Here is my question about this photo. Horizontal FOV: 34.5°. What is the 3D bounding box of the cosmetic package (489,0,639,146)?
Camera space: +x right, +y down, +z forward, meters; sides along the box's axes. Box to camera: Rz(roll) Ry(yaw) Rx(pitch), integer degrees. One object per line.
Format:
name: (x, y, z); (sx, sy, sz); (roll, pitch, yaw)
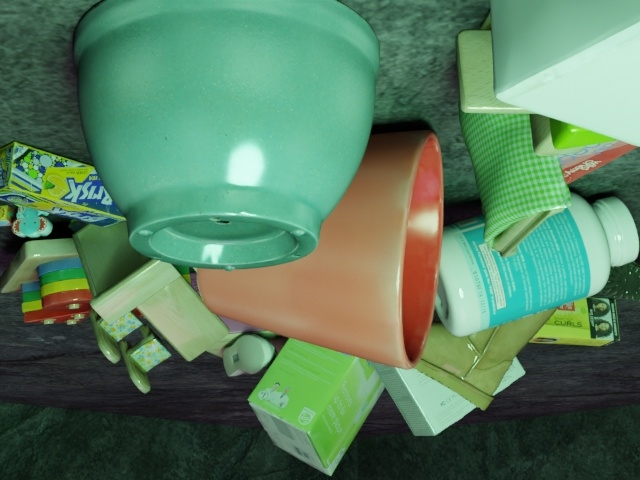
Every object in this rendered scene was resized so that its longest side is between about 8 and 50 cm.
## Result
cosmetic package: (0.323, -0.164, 0.670); (0.453, 0.230, 0.161); (12, 159, -33)

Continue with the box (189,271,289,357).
box: (-0.099, 0.131, 1.795); (0.214, 0.117, 0.243); (-7, 161, 18)

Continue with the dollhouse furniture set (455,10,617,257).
dollhouse furniture set: (0.124, -0.118, 0.860); (0.151, 0.197, 0.301); (1, 162, -8)

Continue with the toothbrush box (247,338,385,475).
toothbrush box: (0.025, 0.208, 1.678); (0.122, 0.283, 0.206); (24, 155, 23)

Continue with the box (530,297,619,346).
box: (0.435, 0.146, 1.911); (0.232, 0.087, 0.058); (5, 160, -15)

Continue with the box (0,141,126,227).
box: (-0.313, -0.064, 1.254); (0.054, 0.059, 0.169); (-14, 158, 43)

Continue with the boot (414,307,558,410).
boot: (0.222, 0.076, 1.461); (0.236, 0.269, 0.089); (32, -177, -21)

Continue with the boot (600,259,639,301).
boot: (0.534, 0.053, 1.639); (0.190, 0.076, 0.208); (28, -154, 33)

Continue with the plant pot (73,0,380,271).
plant pot: (-0.088, -0.085, 0.967); (0.293, 0.196, 0.293); (0, 163, 0)

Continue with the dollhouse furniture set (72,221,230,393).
dollhouse furniture set: (-0.205, 0.083, 1.364); (0.212, 0.161, 0.242); (-35, 129, 1)

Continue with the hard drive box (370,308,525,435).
hard drive box: (0.168, 0.150, 1.562); (0.181, 0.232, 0.089); (-30, 179, -19)

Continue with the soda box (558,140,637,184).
soda box: (0.272, -0.134, 1.009); (0.092, 0.083, 0.263); (7, 161, -22)

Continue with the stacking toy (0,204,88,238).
stacking toy: (-0.428, -0.021, 1.405); (0.221, 0.052, 0.167); (-5, 162, 13)

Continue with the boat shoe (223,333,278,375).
boat shoe: (-0.105, 0.191, 1.693); (0.063, 0.066, 0.184); (-8, 164, -25)

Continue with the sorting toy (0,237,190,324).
sorting toy: (-0.328, 0.066, 1.539); (0.256, 0.089, 0.257); (-3, 168, -26)

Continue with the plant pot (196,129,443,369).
plant pot: (0.002, 0.001, 1.182); (0.243, 0.274, 0.275); (4, 164, 15)

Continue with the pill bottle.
pill bottle: (0.275, 0.022, 1.350); (0.264, 0.146, 0.146); (-17, 164, -5)
